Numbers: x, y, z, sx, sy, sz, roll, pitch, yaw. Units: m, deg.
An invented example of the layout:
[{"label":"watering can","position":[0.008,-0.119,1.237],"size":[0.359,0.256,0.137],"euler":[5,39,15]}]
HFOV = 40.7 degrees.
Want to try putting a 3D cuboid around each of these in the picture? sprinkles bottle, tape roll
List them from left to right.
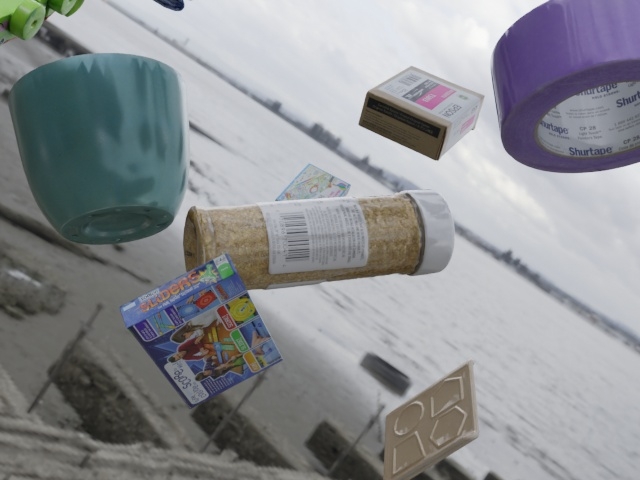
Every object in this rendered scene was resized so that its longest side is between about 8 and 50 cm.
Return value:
[{"label":"sprinkles bottle","position":[0.000,0.000,1.163],"size":[0.355,0.121,0.121],"euler":[-5,21,-20]},{"label":"tape roll","position":[0.251,-0.139,0.773],"size":[0.189,0.189,0.080],"euler":[28,52,-47]}]

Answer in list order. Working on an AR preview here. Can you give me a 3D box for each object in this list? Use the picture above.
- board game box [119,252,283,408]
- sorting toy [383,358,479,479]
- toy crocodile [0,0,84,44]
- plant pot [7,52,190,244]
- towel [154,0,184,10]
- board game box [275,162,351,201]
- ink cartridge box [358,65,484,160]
[{"label":"board game box","position":[-0.135,0.113,1.027],"size":[0.035,0.136,0.201],"euler":[58,-8,39]},{"label":"sorting toy","position":[0.180,0.303,1.397],"size":[0.038,0.193,0.208],"euler":[44,26,-14]},{"label":"toy crocodile","position":[-0.501,-0.394,1.446],"size":[0.115,0.105,0.340],"euler":[28,33,-3]},{"label":"plant pot","position":[-0.346,-0.130,1.414],"size":[0.293,0.293,0.235],"euler":[23,52,-64]},{"label":"towel","position":[-0.289,-0.368,1.008],"size":[0.285,0.034,0.209],"euler":[25,20,-29]},{"label":"board game box","position":[-0.016,-0.091,1.764],"size":[0.103,0.026,0.154],"euler":[28,42,10]},{"label":"ink cartridge box","position":[0.221,-0.280,1.858],"size":[0.193,0.088,0.234],"euler":[26,34,18]}]
